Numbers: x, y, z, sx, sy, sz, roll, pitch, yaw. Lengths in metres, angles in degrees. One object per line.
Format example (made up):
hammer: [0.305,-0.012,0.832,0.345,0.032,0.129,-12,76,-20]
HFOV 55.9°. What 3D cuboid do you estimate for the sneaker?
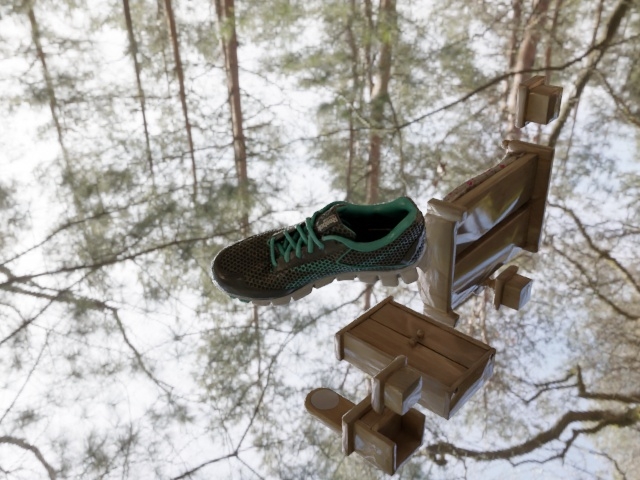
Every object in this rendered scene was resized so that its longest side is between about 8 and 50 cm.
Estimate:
sneaker: [0.000,0.000,0.438,0.167,0.076,0.065,-11,-122,-3]

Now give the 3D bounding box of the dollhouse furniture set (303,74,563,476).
dollhouse furniture set: [0.102,0.016,0.680,0.174,0.355,0.303,23,-142,37]
